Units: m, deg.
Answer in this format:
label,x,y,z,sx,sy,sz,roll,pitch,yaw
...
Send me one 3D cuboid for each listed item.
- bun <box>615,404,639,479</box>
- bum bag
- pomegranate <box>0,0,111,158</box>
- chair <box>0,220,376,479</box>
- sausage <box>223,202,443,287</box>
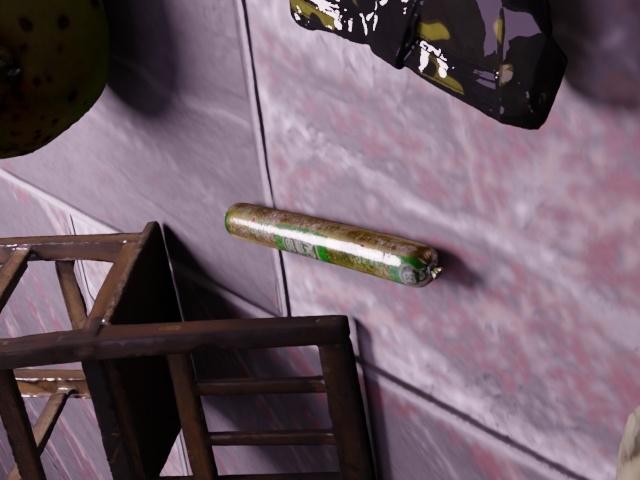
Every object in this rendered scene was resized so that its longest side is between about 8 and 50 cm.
label,x,y,z,sx,sy,sz,roll,pitch,yaw
bun,0.246,0.117,0.461,0.220,0.134,0.220,25,129,36
bum bag,0.050,-0.150,0.631,0.232,0.060,0.106,34,128,37
pomegranate,-0.328,-0.177,0.999,0.286,0.231,0.231,-6,106,55
chair,-0.159,0.112,1.018,0.240,0.416,0.203,-77,-20,-66
sausage,0.000,0.000,0.828,0.269,0.033,0.033,14,123,51
